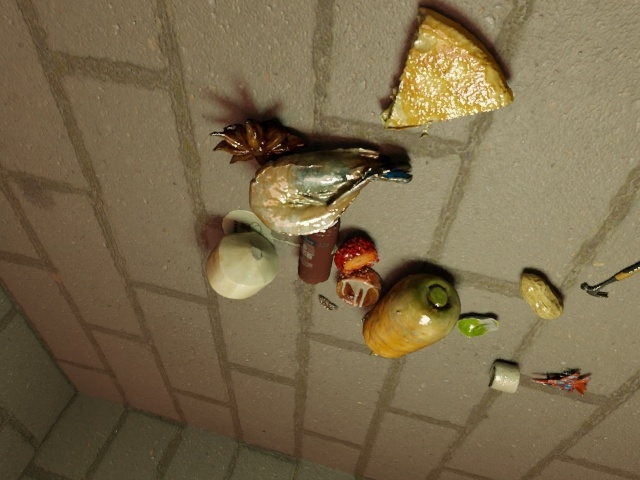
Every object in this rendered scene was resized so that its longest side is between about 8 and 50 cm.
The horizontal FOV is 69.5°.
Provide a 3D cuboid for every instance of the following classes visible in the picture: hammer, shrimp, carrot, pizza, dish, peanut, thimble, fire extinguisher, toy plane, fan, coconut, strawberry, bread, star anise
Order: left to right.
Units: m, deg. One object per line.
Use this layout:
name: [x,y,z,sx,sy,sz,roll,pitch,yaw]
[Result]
coconut: [-0.256,0.077,1.535,0.241,0.241,0.241,11,136,11]
star anise: [-0.166,-0.274,1.242,0.272,0.102,0.272,2,163,1]
fan: [-0.184,-0.011,1.574,0.329,0.009,0.190,17,136,5]
fire extinguisher: [0.000,0.000,1.429,0.114,0.135,0.337,-17,141,-22]
shrimp: [0.024,0.242,1.734,0.092,0.029,0.038,36,134,-21]
shrimp: [0.023,-0.137,1.226,0.446,0.110,0.221,-11,102,9]
strawberry: [0.109,0.044,1.444,0.145,0.086,0.145,-21,148,-14]
bread: [0.133,0.155,1.575,0.161,0.073,0.160,13,137,13]
carrot: [0.294,0.250,1.502,0.224,0.224,0.340,26,141,-5]
pizza: [0.238,-0.349,1.037,0.280,0.075,0.288,45,134,-18]
dish: [0.539,0.280,1.572,0.137,0.039,0.091,-19,119,33]
thimble: [0.673,0.503,1.696,0.090,0.102,0.115,11,129,11]
peanut: [0.657,0.171,1.380,0.194,0.093,0.083,41,147,-23]
toy plane: [0.861,0.505,1.661,0.189,0.061,0.130,7,136,20]
hammer: [0.841,0.105,1.294,0.078,0.021,0.201,30,137,-10]
